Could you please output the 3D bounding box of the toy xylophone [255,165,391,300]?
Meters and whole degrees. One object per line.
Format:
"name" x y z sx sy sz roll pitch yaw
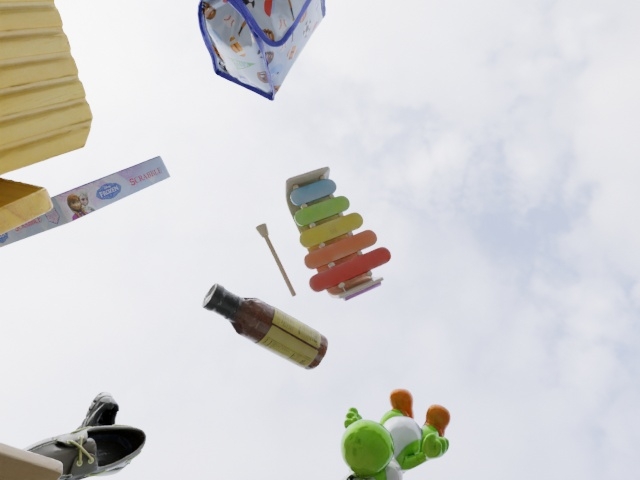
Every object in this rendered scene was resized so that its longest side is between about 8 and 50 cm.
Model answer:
"toy xylophone" 0.000 0.000 1.101 0.236 0.081 0.322 -29 -101 -19

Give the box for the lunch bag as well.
"lunch bag" -0.134 -0.597 1.183 0.239 0.385 0.327 25 -104 8

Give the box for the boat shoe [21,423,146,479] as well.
"boat shoe" -0.486 0.433 0.972 0.091 0.305 0.109 -39 -115 9

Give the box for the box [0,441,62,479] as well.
"box" -0.363 0.229 0.409 0.201 0.021 0.164 39 -93 -30

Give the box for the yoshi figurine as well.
"yoshi figurine" 0.157 0.439 1.066 0.203 0.362 0.203 -42 -104 33

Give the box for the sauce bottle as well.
"sauce bottle" -0.052 0.081 0.462 0.128 0.042 0.042 35 -81 -20

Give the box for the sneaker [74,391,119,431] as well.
"sneaker" -0.648 0.554 1.359 0.106 0.078 0.234 0 -122 43

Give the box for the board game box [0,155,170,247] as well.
"board game box" -0.588 -0.096 1.167 0.318 0.318 0.065 -13 -72 30

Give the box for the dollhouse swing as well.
"dollhouse swing" -0.397 -0.222 0.601 0.315 0.305 0.346 11 -60 38
